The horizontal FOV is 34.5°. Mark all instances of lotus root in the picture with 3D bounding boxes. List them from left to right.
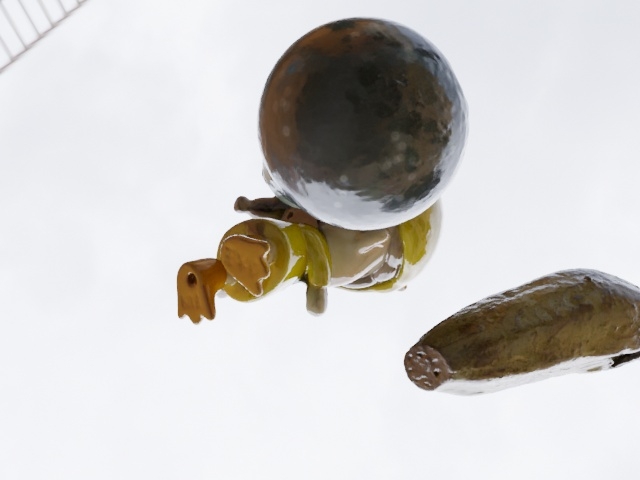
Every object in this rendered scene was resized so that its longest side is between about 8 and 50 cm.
[{"bbox_3d":[0.195,0.079,0.915,0.258,0.110,0.097,-9,-109,-26],"label":"lotus root"}]

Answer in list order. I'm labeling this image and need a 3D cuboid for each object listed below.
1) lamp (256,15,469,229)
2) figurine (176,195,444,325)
[{"bbox_3d":[0.027,-0.075,0.946,0.182,0.314,0.182,3,-112,-7],"label":"lamp"},{"bbox_3d":[0.000,0.000,1.197,0.215,0.187,0.344,-7,-172,40],"label":"figurine"}]
